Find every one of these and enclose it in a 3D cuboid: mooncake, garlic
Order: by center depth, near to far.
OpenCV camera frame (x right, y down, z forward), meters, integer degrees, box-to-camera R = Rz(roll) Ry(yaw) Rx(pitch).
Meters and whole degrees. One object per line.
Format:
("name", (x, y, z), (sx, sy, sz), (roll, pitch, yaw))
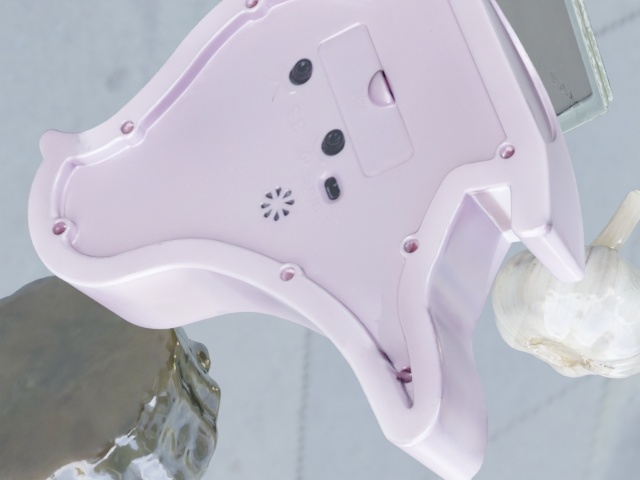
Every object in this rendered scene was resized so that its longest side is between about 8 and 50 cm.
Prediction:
("mooncake", (-0.187, 0.134, 1.424), (0.228, 0.228, 0.124), (-45, 132, -15))
("garlic", (0.303, 0.032, 2.066), (0.226, 0.199, 0.199), (-63, 150, -19))

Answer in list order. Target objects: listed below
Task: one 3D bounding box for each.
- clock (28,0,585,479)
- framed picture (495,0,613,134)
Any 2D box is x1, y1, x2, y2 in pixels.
("clock", (0.000, 0.000, 0.983), (0.275, 0.290, 0.080), (-30, 147, 11))
("framed picture", (0.158, -0.191, 1.524), (0.019, 0.232, 0.296), (-16, 178, -11))
